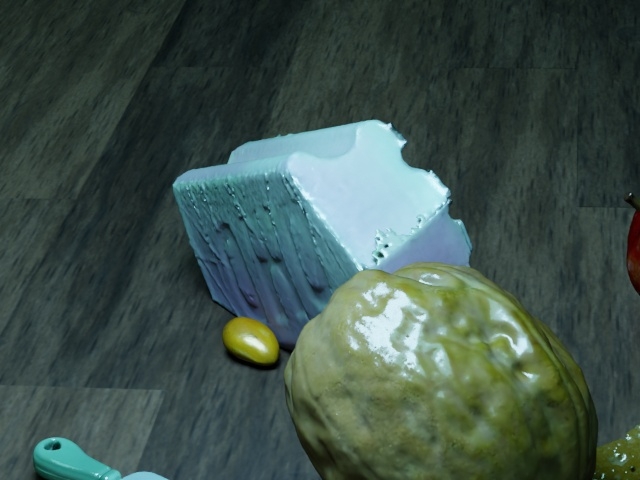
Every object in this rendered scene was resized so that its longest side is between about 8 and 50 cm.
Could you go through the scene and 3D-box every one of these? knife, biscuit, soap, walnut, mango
[{"bbox_3d":[-0.212,0.280,1.936,0.260,0.035,0.063,18,28,23],"label":"knife"},{"bbox_3d":[0.401,0.243,1.928,0.236,0.026,0.131,-1,27,6],"label":"biscuit"},{"bbox_3d":[0.000,0.000,2.137,0.156,0.261,0.446,-25,10,-27],"label":"soap"},{"bbox_3d":[0.135,0.186,1.786,0.306,0.306,0.344,-26,70,-35],"label":"walnut"},{"bbox_3d":[-0.086,0.131,2.169,0.060,0.046,0.089,-26,49,-31],"label":"mango"}]

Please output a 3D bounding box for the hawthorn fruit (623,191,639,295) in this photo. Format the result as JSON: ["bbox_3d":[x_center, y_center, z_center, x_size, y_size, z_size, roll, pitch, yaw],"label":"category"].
[{"bbox_3d":[0.469,0.015,2.120,0.266,0.210,0.230,24,35,-26],"label":"hawthorn fruit"}]
